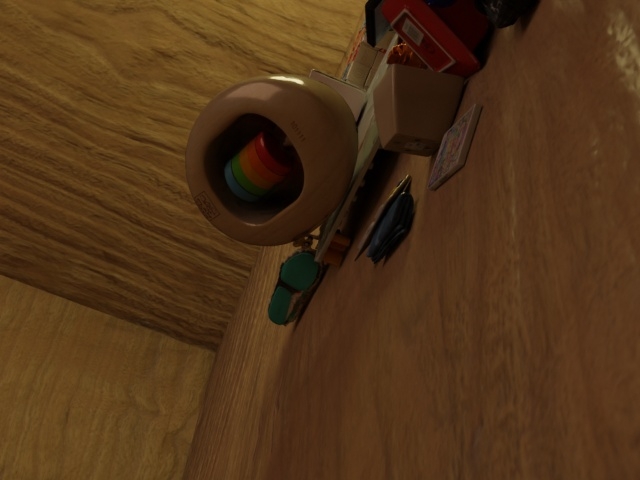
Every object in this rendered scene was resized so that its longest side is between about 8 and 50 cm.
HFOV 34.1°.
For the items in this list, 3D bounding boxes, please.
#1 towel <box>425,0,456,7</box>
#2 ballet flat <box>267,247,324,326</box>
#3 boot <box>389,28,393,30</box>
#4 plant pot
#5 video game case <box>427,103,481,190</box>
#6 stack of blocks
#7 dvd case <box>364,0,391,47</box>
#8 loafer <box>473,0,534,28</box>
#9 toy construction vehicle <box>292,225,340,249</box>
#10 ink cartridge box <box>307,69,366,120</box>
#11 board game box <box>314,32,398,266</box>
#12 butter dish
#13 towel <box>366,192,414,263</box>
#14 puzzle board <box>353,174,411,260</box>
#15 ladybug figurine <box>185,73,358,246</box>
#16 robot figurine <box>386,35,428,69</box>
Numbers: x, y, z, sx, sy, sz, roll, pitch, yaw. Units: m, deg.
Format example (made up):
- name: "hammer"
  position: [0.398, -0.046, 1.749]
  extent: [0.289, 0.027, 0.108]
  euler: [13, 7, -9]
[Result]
- name: "towel"
  position: [0.206, -0.460, 1.294]
  extent: [0.308, 0.076, 0.228]
  euler: [-46, 39, 26]
- name: "ballet flat"
  position: [-0.048, 0.084, 2.192]
  extent: [0.077, 0.091, 0.241]
  euler: [-44, -10, -47]
- name: "boot"
  position: [0.157, -0.555, 2.063]
  extent: [0.222, 0.118, 0.338]
  euler: [-43, -18, -58]
- name: "plant pot"
  position: [0.136, -0.180, 1.500]
  extent: [0.109, 0.109, 0.096]
  euler: [133, 145, -71]
- name: "video game case"
  position: [0.175, -0.121, 1.373]
  extent: [0.122, 0.011, 0.087]
  euler: [133, 157, -72]
- name: "stack of blocks"
  position: [0.129, -0.442, 2.344]
  extent: [0.171, 0.087, 0.297]
  euler: [-150, 82, -83]
- name: "dvd case"
  position: [0.171, -0.495, 1.971]
  extent: [0.253, 0.022, 0.180]
  euler: [-50, -10, -6]
- name: "loafer"
  position: [0.225, -0.330, 1.346]
  extent: [0.078, 0.076, 0.223]
  euler: [-57, 15, 22]
- name: "toy construction vehicle"
  position: [0.000, 0.000, 2.089]
  extent: [0.086, 0.098, 0.035]
  euler: [-64, -36, -50]
- name: "ink cartridge box"
  position: [-0.022, -0.212, 2.240]
  extent: [0.306, 0.131, 0.226]
  euler: [142, 148, -79]
- name: "board game box"
  position: [0.101, -0.199, 2.001]
  extent: [0.390, 0.050, 0.390]
  euler: [-78, 12, -54]
- name: "butter dish"
  position: [0.182, -0.318, 1.478]
  extent: [0.118, 0.160, 0.160]
  euler: [-46, 5, -6]
- name: "towel"
  position: [0.104, -0.018, 1.533]
  extent: [0.119, 0.029, 0.067]
  euler: [121, 172, -59]
- name: "puzzle board"
  position: [0.093, -0.036, 1.616]
  extent: [0.096, 0.011, 0.128]
  euler: [-47, -13, -49]
- name: "ladybug figurine"
  position: [-0.085, -0.155, 1.943]
  extent: [0.449, 0.305, 0.162]
  euler: [-29, 7, 48]
- name: "robot figurine"
  position: [0.199, -0.430, 1.799]
  extent: [0.211, 0.085, 0.291]
  euler: [124, 165, -57]
